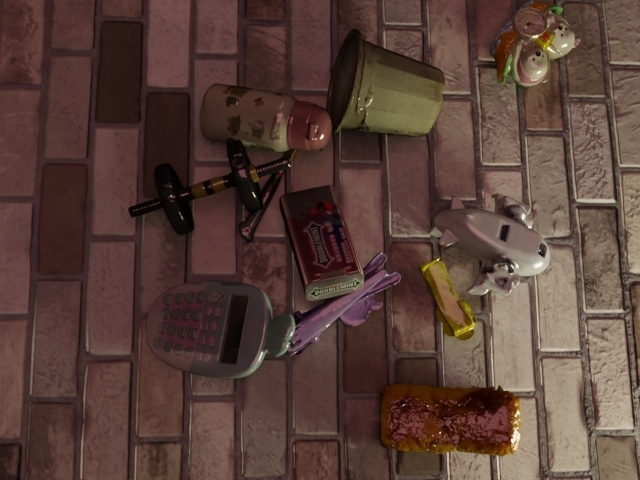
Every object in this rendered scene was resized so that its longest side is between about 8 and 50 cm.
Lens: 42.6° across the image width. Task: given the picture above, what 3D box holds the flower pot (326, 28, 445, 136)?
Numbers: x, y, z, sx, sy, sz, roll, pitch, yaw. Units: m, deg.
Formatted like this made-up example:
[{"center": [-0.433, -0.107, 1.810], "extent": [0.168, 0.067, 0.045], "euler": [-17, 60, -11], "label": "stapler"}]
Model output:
[{"center": [0.130, -0.292, 1.654], "extent": [0.203, 0.212, 0.212], "euler": [14, 77, -14], "label": "flower pot"}]

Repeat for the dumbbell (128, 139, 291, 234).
[{"center": [-0.214, -0.102, 1.583], "extent": [0.325, 0.143, 0.143], "euler": [-18, 80, 2], "label": "dumbbell"}]

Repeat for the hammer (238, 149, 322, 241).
[{"center": [-0.090, -0.130, 1.671], "extent": [0.111, 0.033, 0.287], "euler": [28, 78, 2], "label": "hammer"}]

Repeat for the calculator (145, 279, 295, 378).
[{"center": [-0.192, 0.167, 1.557], "extent": [0.299, 0.041, 0.185], "euler": [4, 73, 15], "label": "calculator"}]

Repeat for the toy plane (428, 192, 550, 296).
[{"center": [0.341, 0.003, 1.646], "extent": [0.245, 0.117, 0.244], "euler": [7, 61, -12], "label": "toy plane"}]

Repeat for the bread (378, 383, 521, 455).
[{"center": [0.249, 0.342, 1.584], "extent": [0.271, 0.077, 0.139], "euler": [5, 75, -1], "label": "bread"}]

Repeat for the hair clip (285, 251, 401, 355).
[{"center": [0.023, 0.123, 1.608], "extent": [0.278, 0.090, 0.137], "euler": [-36, 88, -15], "label": "hair clip"}]

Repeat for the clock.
[{"center": [0.451, -0.414, 1.743], "extent": [0.144, 0.103, 0.231], "euler": [40, 77, 12], "label": "clock"}]

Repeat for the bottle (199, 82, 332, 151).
[{"center": [-0.102, -0.236, 1.619], "extent": [0.253, 0.120, 0.120], "euler": [11, 77, 12], "label": "bottle"}]

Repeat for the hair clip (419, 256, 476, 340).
[{"center": [0.253, 0.122, 1.644], "extent": [0.072, 0.046, 0.173], "euler": [-29, 81, 0], "label": "hair clip"}]

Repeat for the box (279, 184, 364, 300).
[{"center": [0.000, 0.000, 1.594], "extent": [0.120, 0.069, 0.224], "euler": [-14, 56, -8], "label": "box"}]
